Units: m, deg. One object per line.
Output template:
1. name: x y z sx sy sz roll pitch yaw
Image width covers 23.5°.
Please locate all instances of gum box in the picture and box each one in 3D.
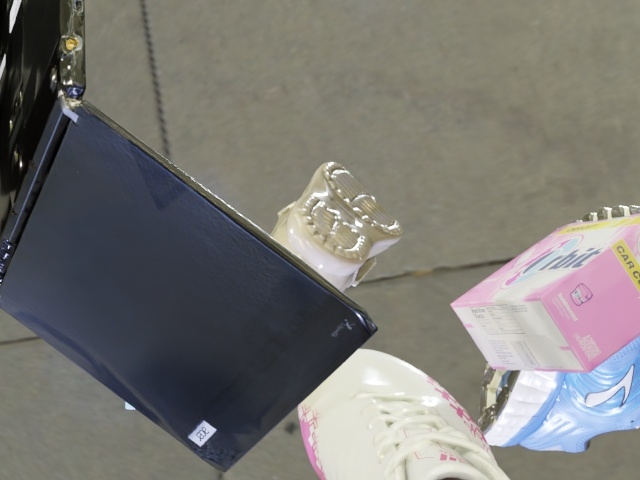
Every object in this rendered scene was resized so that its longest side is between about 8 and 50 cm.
1. gum box: 0.176 0.038 1.086 0.107 0.188 0.062 -34 95 -14

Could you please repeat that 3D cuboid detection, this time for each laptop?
1. laptop: -0.084 -0.044 0.760 0.136 0.234 0.264 5 65 -20

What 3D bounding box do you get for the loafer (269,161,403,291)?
1. loafer: 0.000 0.000 1.363 0.102 0.268 0.092 46 106 4

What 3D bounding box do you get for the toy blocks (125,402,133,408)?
1. toy blocks: -0.114 0.047 1.096 0.054 0.123 0.148 5 83 -25

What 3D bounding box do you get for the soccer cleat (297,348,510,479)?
1. soccer cleat: 0.073 0.155 1.000 0.116 0.331 0.143 -23 132 -11

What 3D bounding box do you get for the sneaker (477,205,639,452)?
1. sneaker: 0.265 0.091 1.423 0.147 0.330 0.130 15 51 -9
